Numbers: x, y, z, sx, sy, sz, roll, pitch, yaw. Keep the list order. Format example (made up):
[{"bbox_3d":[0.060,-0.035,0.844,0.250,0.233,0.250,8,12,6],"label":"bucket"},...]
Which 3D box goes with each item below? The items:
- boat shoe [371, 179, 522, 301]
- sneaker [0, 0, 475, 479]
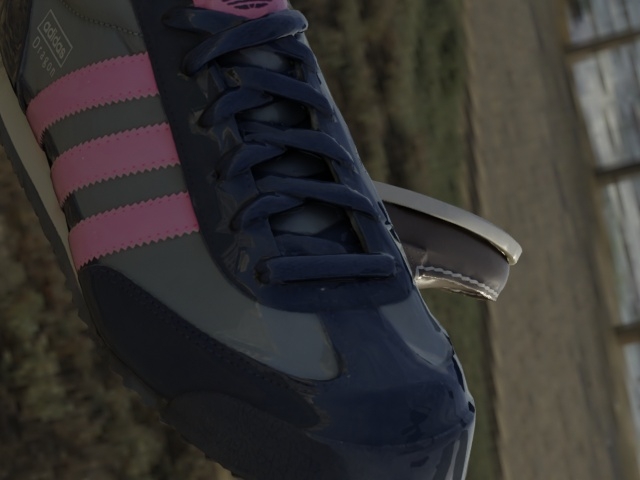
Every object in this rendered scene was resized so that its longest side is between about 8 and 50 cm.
[{"bbox_3d":[0.000,0.000,1.210,0.324,0.116,0.096,18,78,-35],"label":"boat shoe"},{"bbox_3d":[-0.038,-0.040,0.635,0.319,0.112,0.131,49,-48,42],"label":"sneaker"}]
